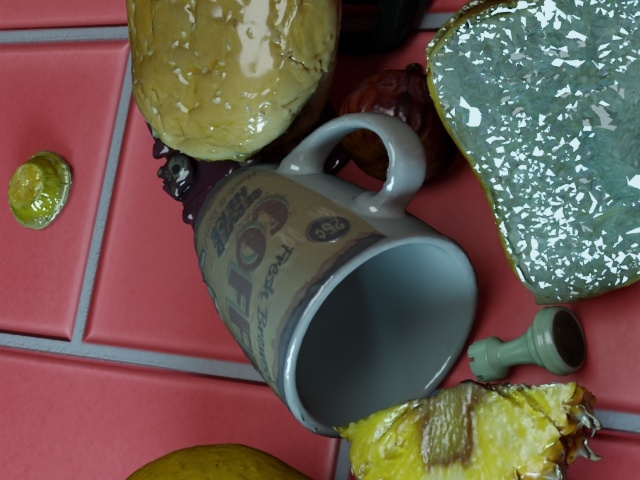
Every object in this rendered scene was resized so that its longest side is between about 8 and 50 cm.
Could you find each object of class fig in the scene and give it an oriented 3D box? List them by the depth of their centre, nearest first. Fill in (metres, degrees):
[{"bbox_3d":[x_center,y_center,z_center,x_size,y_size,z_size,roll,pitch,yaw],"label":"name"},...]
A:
[{"bbox_3d":[0.093,-0.122,1.431,0.150,0.128,0.128,-36,50,-28],"label":"fig"}]

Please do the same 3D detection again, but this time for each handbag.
[{"bbox_3d":[-0.091,-0.115,1.569,0.216,0.074,0.203,-37,59,20],"label":"handbag"}]

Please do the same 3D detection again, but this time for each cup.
[{"bbox_3d":[0.000,0.000,1.371,0.257,0.227,0.301,40,123,40],"label":"cup"}]

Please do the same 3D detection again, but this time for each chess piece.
[{"bbox_3d":[0.192,0.104,1.332,0.103,0.067,0.067,-20,67,37],"label":"chess piece"}]

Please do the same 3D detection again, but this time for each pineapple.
[{"bbox_3d":[0.156,0.222,1.270,0.250,0.140,0.164,-22,62,28],"label":"pineapple"}]

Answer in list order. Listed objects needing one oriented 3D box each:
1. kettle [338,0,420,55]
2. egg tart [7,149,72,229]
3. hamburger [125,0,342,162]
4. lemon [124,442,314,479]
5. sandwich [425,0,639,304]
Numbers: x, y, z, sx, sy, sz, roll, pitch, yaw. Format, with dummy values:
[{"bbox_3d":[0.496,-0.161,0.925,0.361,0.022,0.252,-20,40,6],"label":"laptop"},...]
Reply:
[{"bbox_3d":[0.007,-0.309,1.525,0.232,0.144,0.202,19,107,33],"label":"kettle"},{"bbox_3d":[-0.357,-0.065,1.751,0.105,0.039,0.105,-8,74,30],"label":"egg tart"},{"bbox_3d":[-0.094,-0.221,1.440,0.260,0.145,0.283,1,99,31],"label":"hamburger"},{"bbox_3d":[-0.097,0.326,1.330,0.293,0.293,0.293,-10,72,31],"label":"lemon"},{"bbox_3d":[0.250,-0.102,1.236,0.271,0.099,0.301,-20,106,28],"label":"sandwich"}]
